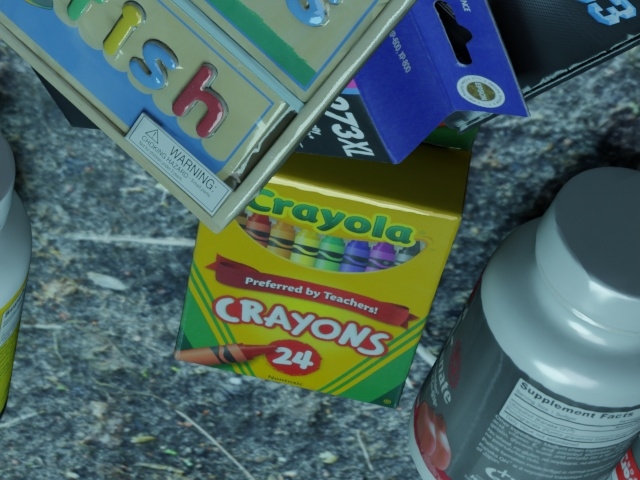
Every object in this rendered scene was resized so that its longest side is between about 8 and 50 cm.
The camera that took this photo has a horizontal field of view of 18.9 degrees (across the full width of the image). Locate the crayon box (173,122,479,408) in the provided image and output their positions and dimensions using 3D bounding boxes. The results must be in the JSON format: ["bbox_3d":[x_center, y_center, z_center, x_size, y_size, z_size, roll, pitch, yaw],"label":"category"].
[{"bbox_3d":[0.000,0.000,1.569,0.202,0.081,0.318,13,139,-1],"label":"crayon box"}]

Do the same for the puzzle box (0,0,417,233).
[{"bbox_3d":[-0.141,-0.223,1.237,0.409,0.052,0.272,42,131,1],"label":"puzzle box"}]

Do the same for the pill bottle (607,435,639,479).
[{"bbox_3d":[0.342,0.170,1.622,0.161,0.161,0.283,16,139,-6],"label":"pill bottle"}]

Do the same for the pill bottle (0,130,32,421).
[{"bbox_3d":[-0.342,0.040,1.611,0.188,0.188,0.334,14,139,-4],"label":"pill bottle"}]

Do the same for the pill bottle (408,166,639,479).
[{"bbox_3d":[0.196,0.089,1.552,0.176,0.176,0.318,16,139,-6],"label":"pill bottle"}]

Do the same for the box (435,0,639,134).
[{"bbox_3d":[0.113,-0.232,1.284,0.293,0.073,0.295,-25,128,37],"label":"box"}]

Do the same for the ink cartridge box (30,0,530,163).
[{"bbox_3d":[-0.050,-0.137,1.359,0.371,0.069,0.175,5,147,26],"label":"ink cartridge box"}]
